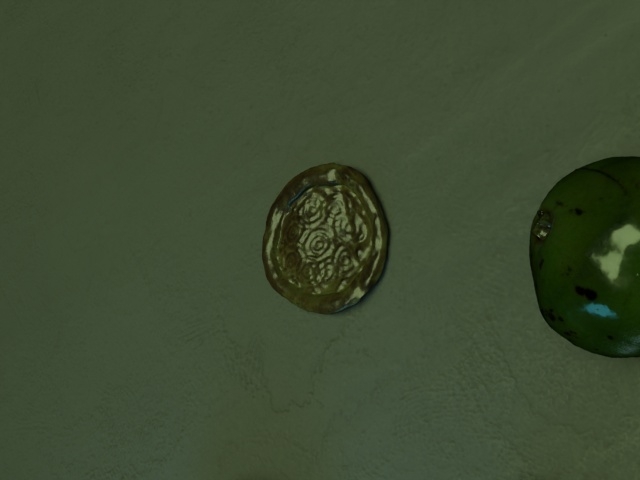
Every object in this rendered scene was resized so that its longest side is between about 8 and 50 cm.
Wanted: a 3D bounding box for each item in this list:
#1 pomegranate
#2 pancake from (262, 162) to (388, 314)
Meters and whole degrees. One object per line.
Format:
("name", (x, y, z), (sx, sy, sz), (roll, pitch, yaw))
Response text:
("pomegranate", (0.390, 0.025, 1.019), (0.270, 0.254, 0.254), (23, 96, 5))
("pancake", (0.001, 0.000, 1.369), (0.250, 0.031, 0.250), (-4, 83, 31))
